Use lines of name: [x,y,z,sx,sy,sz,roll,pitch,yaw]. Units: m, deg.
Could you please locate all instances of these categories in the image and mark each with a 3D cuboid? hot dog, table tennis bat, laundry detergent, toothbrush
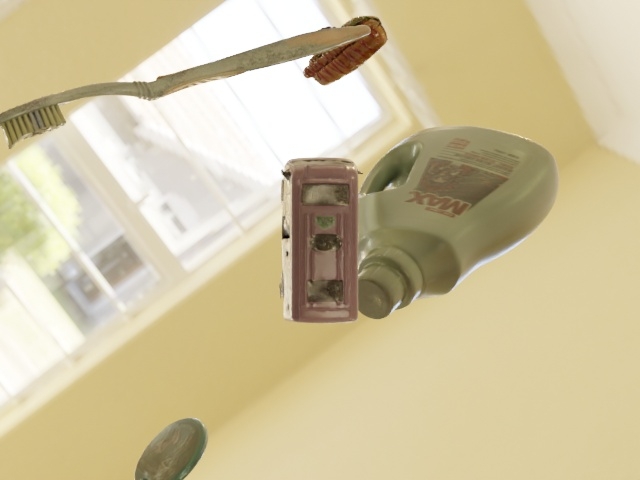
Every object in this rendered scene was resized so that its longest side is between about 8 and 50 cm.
hot dog: [0.032,-0.266,1.909,0.038,0.144,0.062,-15,75,-55]
table tennis bat: [-0.230,0.329,1.883,0.033,0.201,0.124,50,-21,-27]
laundry detergent: [0.147,-0.024,1.895,0.264,0.398,0.125,17,-52,26]
toothbrush: [-0.119,-0.154,1.264,0.037,0.375,0.028,68,-21,7]

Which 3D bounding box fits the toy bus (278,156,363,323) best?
toy bus: [0.000,0.000,1.595,0.108,0.096,0.199,178,-88,-85]
